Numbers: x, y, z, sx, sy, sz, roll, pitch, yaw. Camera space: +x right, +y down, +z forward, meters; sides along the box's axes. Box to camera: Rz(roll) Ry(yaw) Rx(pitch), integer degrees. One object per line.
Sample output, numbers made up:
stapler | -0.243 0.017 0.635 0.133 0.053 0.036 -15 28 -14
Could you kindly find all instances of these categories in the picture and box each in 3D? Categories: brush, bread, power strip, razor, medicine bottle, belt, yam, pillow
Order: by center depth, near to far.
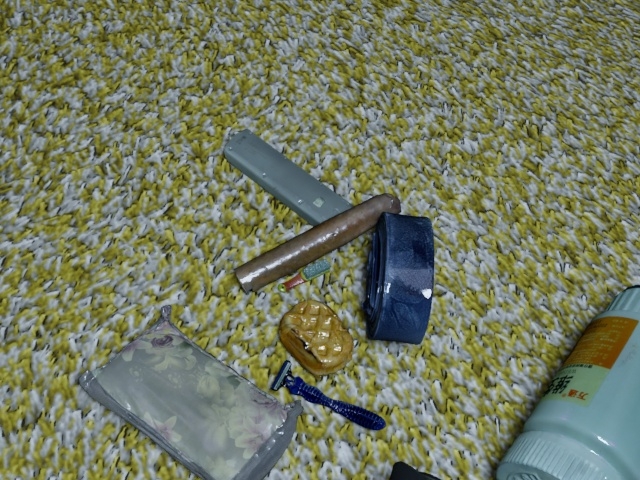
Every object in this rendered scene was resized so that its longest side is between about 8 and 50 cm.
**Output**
pillow | -0.157 0.204 0.958 0.255 0.059 0.169 35 60 14
medicine bottle | 0.368 0.213 0.968 0.158 0.158 0.318 37 62 14
razor | 0.013 0.209 0.995 0.154 0.028 0.044 24 67 7
bread | -0.004 0.130 1.031 0.083 0.044 0.111 -32 66 -25
belt | 0.103 0.047 1.039 0.082 0.141 0.190 8 57 -6
brush | -0.024 0.050 1.089 0.083 0.021 0.019 -25 71 -20
yam | 0.000 0.000 1.090 0.264 0.046 0.046 -28 67 -13
power strip | -0.042 -0.085 1.164 0.252 0.027 0.060 37 60 14

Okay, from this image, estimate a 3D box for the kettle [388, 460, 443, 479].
kettle | 0.070 0.421 0.774 0.308 0.203 0.262 -34 56 -28
